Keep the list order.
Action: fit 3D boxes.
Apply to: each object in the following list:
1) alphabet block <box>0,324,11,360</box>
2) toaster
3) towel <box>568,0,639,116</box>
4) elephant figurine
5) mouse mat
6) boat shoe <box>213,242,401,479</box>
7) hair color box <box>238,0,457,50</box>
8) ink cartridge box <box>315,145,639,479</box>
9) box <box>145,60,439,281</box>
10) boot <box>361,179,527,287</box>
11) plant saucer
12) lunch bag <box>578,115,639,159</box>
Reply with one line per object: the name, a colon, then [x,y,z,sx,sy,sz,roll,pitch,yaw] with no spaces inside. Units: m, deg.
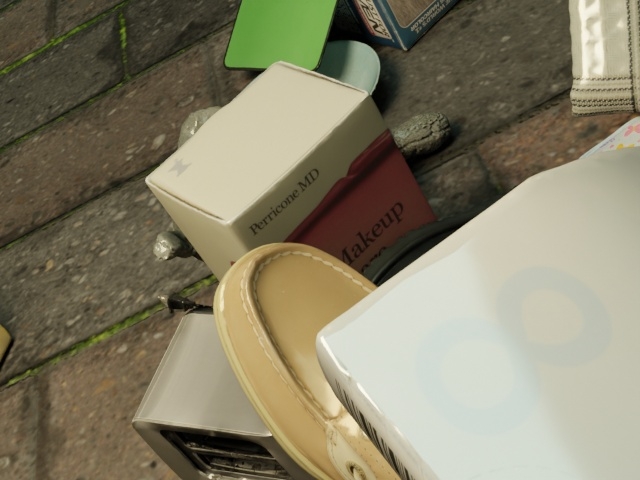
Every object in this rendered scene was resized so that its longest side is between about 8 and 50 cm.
alphabet block: [-0.470,0.130,1.098,0.193,0.192,0.197,-10,44,25]
toaster: [-0.028,0.131,0.788,0.186,0.168,0.110,0,49,35]
towel: [0.350,-0.267,0.860,0.312,0.056,0.324,-1,87,20]
elephant figurine: [-0.008,-0.054,1.010,0.239,0.169,0.186,-1,75,14]
mouse mat: [-0.041,-0.267,1.254,0.190,0.007,0.152,14,87,49]
boat shoe: [0.074,0.116,0.628,0.341,0.110,0.121,44,64,12]
hair color box: [0.032,-0.352,1.340,0.174,0.105,0.347,-45,39,-15]
ink cartridge box: [0.239,0.055,0.502,0.385,0.091,0.308,-37,58,-8]
box: [0.000,0.000,0.860,0.148,0.232,0.127,-44,39,-14]
boot: [0.164,0.044,0.782,0.246,0.094,0.207,-29,31,-26]
plant saucer: [-0.016,-0.145,1.198,0.195,0.037,0.195,-20,38,17]
lunch bag: [0.267,-0.061,0.885,0.083,0.053,0.071,-39,34,8]
